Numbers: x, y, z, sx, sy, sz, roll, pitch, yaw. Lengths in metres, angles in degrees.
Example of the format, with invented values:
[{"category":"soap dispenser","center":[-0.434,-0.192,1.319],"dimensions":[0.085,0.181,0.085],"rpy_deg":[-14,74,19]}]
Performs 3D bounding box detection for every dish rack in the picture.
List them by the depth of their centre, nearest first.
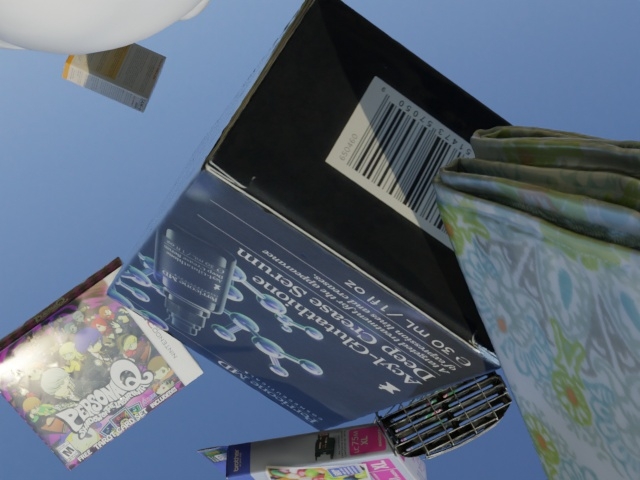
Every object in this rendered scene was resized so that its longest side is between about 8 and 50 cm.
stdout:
[{"category":"dish rack","center":[0.123,0.162,1.405],"dimensions":[0.208,0.074,0.272],"rpy_deg":[-22,-113,-20]}]

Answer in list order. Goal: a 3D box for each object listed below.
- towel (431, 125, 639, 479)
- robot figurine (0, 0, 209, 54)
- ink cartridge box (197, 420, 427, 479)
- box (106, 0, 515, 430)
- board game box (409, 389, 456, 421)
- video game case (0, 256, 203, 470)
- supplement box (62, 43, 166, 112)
[{"category":"towel","center":[0.220,0.107,0.636],"dimensions":[0.090,0.374,0.320],"rpy_deg":[-27,-163,-12]},{"category":"robot figurine","center":[-0.167,-0.189,0.459],"dimensions":[0.353,0.300,0.200],"rpy_deg":[11,-101,31]},{"category":"ink cartridge box","center":[-0.011,0.351,1.563],"dimensions":[0.311,0.186,0.065],"rpy_deg":[-10,-124,17]},{"category":"box","center":[0.000,0.000,1.010],"dimensions":[0.212,0.293,0.395],"rpy_deg":[-61,-170,-26]},{"category":"board game box","center":[0.172,0.127,1.669],"dimensions":[0.046,0.317,0.213],"rpy_deg":[-12,-129,-21]},{"category":"video game case","center":[-0.309,0.170,1.408],"dimensions":[0.232,0.210,0.042],"rpy_deg":[-35,-152,-8]},{"category":"supplement box","center":[-0.230,-0.193,1.155],"dimensions":[0.036,0.098,0.062],"rpy_deg":[133,-22,-61]}]
